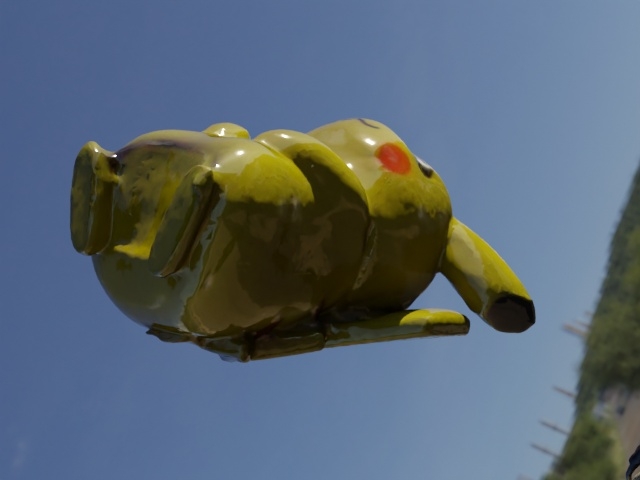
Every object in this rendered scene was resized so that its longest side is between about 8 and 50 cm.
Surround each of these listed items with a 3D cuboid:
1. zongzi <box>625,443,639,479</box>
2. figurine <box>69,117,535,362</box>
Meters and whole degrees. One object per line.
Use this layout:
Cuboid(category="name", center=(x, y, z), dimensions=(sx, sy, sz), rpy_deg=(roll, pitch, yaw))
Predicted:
Cuboid(category="zongzi", center=(0.124, 0.172, 0.426), dimensions=(0.204, 0.205, 0.094), rpy_deg=(-15, -44, -36))
Cuboid(category="figurine", center=(-0.006, 0.000, 0.933), dimensions=(0.327, 0.218, 0.169), rpy_deg=(-7, -72, -41))
